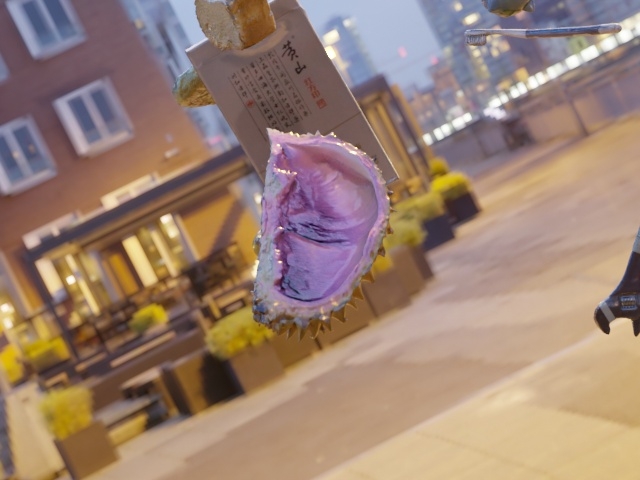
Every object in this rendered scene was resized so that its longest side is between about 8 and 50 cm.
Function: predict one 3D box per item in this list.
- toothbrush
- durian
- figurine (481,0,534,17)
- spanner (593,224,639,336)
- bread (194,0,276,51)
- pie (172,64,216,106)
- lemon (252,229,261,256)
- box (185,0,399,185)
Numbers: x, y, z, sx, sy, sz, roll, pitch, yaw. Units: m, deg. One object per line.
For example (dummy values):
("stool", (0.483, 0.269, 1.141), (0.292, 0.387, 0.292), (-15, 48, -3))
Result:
("toothbrush", (0.347, -0.327, 2.081), (0.288, 0.026, 0.024), (4, 3, 41))
("durian", (0.000, 0.000, 1.787), (0.191, 0.341, 0.112), (8, -36, -9))
("figurine", (0.337, -0.507, 2.441), (0.114, 0.178, 0.144), (-11, 19, -33))
("spanner", (0.550, 0.016, 2.214), (0.024, 0.087, 0.315), (-40, -30, -82))
("bread", (-0.106, -0.286, 1.637), (0.077, 0.083, 0.070), (17, 46, 43))
("pie", (-0.165, -0.277, 2.247), (0.187, 0.041, 0.187), (-21, -13, -5))
("lemon", (-0.093, 0.008, 2.388), (0.062, 0.062, 0.083), (-26, -25, 25))
("box", (-0.045, -0.206, 2.171), (0.205, 0.365, 0.051), (-31, 14, -2))
